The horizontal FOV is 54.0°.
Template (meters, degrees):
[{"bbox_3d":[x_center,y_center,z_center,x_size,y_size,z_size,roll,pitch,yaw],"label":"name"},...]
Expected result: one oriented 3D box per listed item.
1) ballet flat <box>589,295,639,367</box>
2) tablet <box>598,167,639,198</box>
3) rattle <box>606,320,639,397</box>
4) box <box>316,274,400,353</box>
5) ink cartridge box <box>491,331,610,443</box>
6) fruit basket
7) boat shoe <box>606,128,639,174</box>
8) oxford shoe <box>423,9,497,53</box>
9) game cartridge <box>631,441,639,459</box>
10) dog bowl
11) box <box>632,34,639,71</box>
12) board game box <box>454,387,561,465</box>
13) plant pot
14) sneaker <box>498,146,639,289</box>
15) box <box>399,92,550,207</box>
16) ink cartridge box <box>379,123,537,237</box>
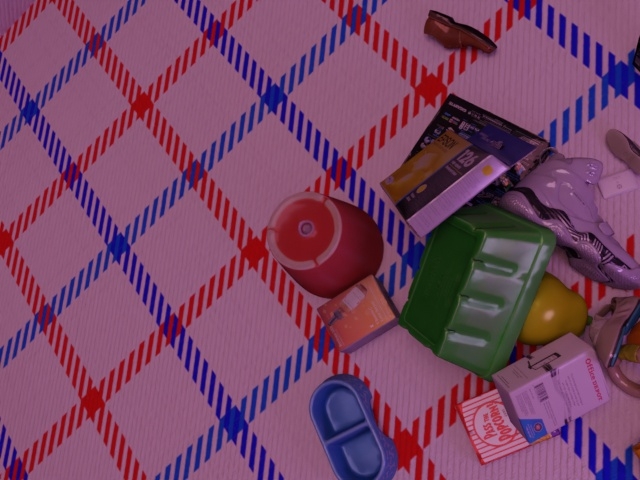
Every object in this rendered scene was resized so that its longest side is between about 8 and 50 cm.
[{"bbox_3d":[0.622,0.188,1.346,0.086,0.248,0.086,19,123,33],"label":"ballet flat"},{"bbox_3d":[0.709,-0.136,1.495,0.083,0.006,0.054,-19,72,16],"label":"tablet"},{"bbox_3d":[0.726,0.297,1.376,0.200,0.142,0.130,51,130,7],"label":"rattle"},{"bbox_3d":[0.101,0.189,1.596,0.170,0.091,0.130,-33,69,10],"label":"box"},{"bbox_3d":[0.494,0.314,1.345,0.203,0.086,0.148,-27,111,-3],"label":"ink cartridge box"},{"bbox_3d":[0.413,0.122,1.429,0.392,0.392,0.283,-54,33,1],"label":"fruit basket"},{"bbox_3d":[0.734,-0.212,1.486,0.043,0.049,0.137,-19,62,-30],"label":"boat shoe"},{"bbox_3d":[0.375,-0.545,1.691,0.212,0.076,0.076,33,120,21],"label":"oxford shoe"},{"bbox_3d":[0.850,0.475,1.251,0.285,0.052,0.324,-38,76,8],"label":"game cartridge"},{"bbox_3d":[0.072,0.474,1.550,0.165,0.074,0.297,-30,69,12],"label":"dog bowl"},{"bbox_3d":[0.815,-0.399,1.441,0.077,0.147,0.180,-34,68,10],"label":"box"},{"bbox_3d":[0.429,0.412,1.448,0.193,0.045,0.147,-28,69,12],"label":"board game box"},{"bbox_3d":[0.000,0.000,1.595,0.274,0.243,0.275,-5,75,19],"label":"plant pot"},{"bbox_3d":[0.612,-0.057,1.437,0.365,0.137,0.210,35,80,10],"label":"sneaker"},{"bbox_3d":[0.374,-0.183,1.593,0.295,0.073,0.293,33,91,23],"label":"box"},{"bbox_3d":[0.297,-0.166,1.438,0.307,0.304,0.072,-40,108,9],"label":"ink cartridge box"}]
